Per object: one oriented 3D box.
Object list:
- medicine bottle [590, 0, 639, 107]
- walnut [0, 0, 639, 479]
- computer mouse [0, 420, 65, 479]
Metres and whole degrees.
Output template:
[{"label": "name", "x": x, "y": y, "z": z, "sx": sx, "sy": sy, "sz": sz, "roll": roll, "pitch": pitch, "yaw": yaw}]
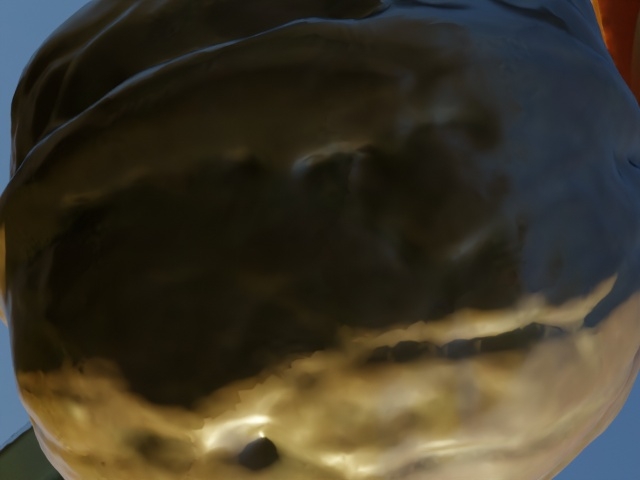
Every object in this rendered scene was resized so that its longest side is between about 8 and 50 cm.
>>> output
[{"label": "medicine bottle", "x": 0.251, "y": -0.180, "z": 1.311, "sx": 0.149, "sy": 0.112, "sz": 0.222, "roll": -12, "pitch": -91, "yaw": 15}, {"label": "walnut", "x": 0.000, "y": 0.000, "z": 0.633, "sx": 0.224, "sy": 0.224, "sz": 0.224, "roll": -8, "pitch": -100, "yaw": 50}, {"label": "computer mouse", "x": -0.180, "y": 0.153, "z": 1.310, "sx": 0.128, "sy": 0.079, "sz": 0.231, "roll": -37, "pitch": -174, "yaw": -1}]
